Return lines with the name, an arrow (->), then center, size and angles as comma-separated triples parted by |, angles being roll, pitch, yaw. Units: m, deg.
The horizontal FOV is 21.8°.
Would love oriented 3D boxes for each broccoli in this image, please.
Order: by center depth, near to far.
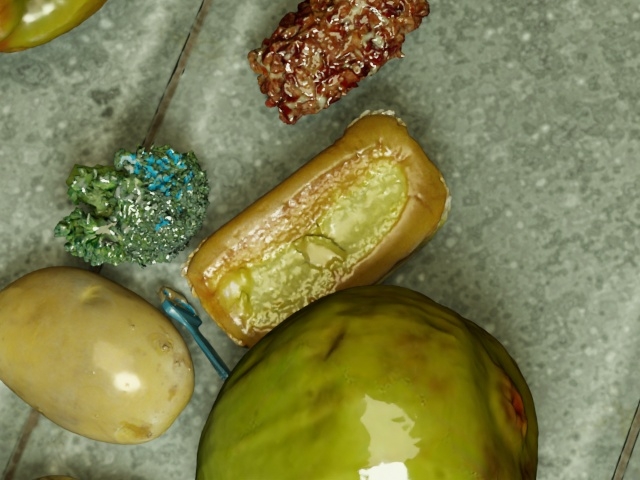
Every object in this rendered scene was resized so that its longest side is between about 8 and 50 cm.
broccoli -> -0.204, -0.043, 1.767 | 0.160, 0.154, 0.167 | 25, 78, 44

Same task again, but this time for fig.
fig -> 0.041, 0.216, 1.630 | 0.343, 0.343, 0.343 | 0, 80, -1

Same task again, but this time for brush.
brush -> -0.127, 0.100, 1.731 | 0.014, 0.051, 0.164 | -51, 44, 10

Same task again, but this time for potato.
potato -> -0.239, 0.115, 1.731 | 0.234, 0.146, 0.150 | 28, 52, 4

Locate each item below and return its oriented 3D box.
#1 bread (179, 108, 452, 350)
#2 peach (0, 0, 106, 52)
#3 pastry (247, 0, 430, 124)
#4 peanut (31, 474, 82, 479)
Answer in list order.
bread -> 0.000, 0.000, 1.761 | 0.288, 0.119, 0.152 | -38, 79, -7
peach -> -0.348, -0.385, 1.735 | 0.290, 0.373, 0.372 | -11, 79, -36
pastry -> 0.020, -0.219, 1.808 | 0.208, 0.097, 0.115 | -42, 101, -7
peanut -> -0.213, 0.307, 1.665 | 0.233, 0.197, 0.110 | 10, 95, -1
